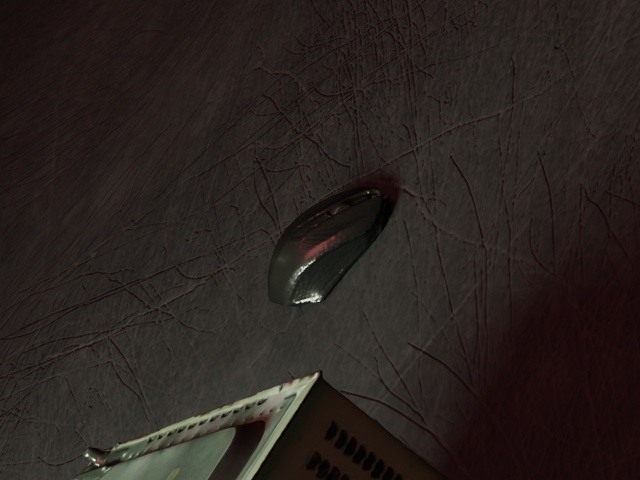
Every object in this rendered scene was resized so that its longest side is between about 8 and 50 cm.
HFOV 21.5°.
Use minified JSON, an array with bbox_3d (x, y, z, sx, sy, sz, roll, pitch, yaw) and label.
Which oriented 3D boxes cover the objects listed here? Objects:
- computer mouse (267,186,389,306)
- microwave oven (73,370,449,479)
[{"bbox_3d":[0.000,0.000,1.806,0.172,0.057,0.099,-44,30,6],"label":"computer mouse"},{"bbox_3d":[-0.040,0.305,1.179,0.247,0.333,0.394,-58,15,-28],"label":"microwave oven"}]
